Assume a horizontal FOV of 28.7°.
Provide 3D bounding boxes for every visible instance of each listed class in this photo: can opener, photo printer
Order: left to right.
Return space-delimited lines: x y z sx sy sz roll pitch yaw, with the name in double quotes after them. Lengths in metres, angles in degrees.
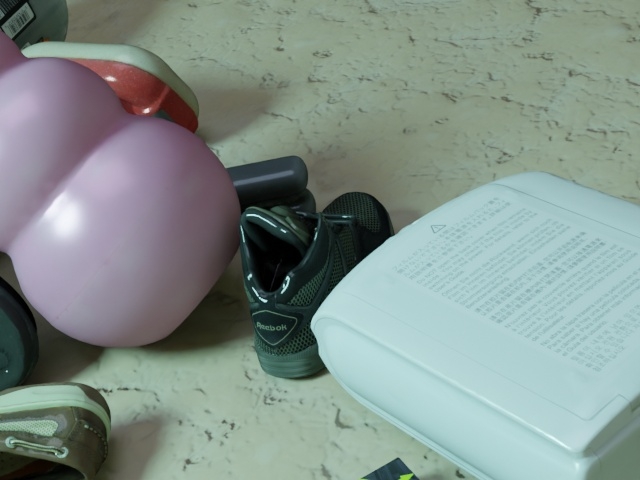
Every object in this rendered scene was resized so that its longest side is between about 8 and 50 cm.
-0.148 -0.038 1.240 0.283 0.076 0.095 -11 34 5 "can opener"
0.161 0.063 0.931 0.256 0.107 0.307 -33 36 -26 "photo printer"

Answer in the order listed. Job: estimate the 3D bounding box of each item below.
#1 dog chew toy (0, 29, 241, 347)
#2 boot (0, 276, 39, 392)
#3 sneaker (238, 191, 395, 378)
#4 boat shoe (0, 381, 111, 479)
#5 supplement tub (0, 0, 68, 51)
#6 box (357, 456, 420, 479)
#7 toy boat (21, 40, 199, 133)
-0.231 -0.059 1.074 0.206 0.332 0.206 -49 10 11 "dog chew toy"
-0.361 0.012 1.208 0.348 0.131 0.260 21 26 18 "boot"
0.000 0.000 1.074 0.087 0.130 0.227 5 36 26 "sneaker"
-0.293 0.175 0.968 0.257 0.095 0.095 -13 39 4 "boat shoe"
-0.466 -0.225 1.530 0.207 0.207 0.338 -1 36 22 "supplement tub"
0.016 0.220 0.829 0.162 0.029 0.116 -28 35 -16 "box"
-0.258 -0.127 1.388 0.231 0.151 0.151 7 68 30 "toy boat"
